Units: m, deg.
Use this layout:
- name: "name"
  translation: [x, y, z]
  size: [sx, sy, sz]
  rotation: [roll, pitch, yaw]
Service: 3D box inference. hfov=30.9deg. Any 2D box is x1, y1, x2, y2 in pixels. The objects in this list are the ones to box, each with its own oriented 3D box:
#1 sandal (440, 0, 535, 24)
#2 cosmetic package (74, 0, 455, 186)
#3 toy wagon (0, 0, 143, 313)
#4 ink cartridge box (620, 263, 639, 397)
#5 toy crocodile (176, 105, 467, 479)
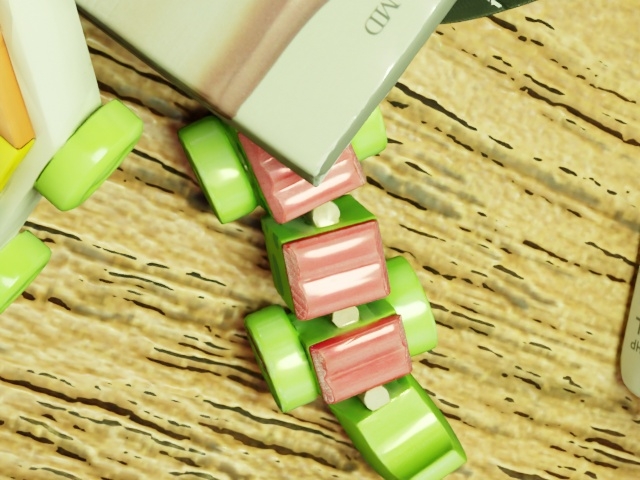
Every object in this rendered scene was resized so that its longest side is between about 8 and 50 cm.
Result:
- name: "sandal"
  translation: [0.123, -0.200, 0.662]
  size: [0.303, 0.086, 0.120]
  rotation: [-4, 124, 10]
- name: "cosmetic package"
  translation: [-0.077, -0.172, 0.565]
  size: [0.296, 0.129, 0.153]
  rotation: [35, 92, 0]
- name: "toy wagon"
  translation: [-0.206, -0.106, 0.517]
  size: [0.267, 0.068, 0.344]
  rotation: [42, 135, -5]
- name: "ink cartridge box"
  translation: [0.440, 0.065, 0.735]
  size: [0.395, 0.285, 0.166]
  rotation: [2, 102, -17]
- name: "toy crocodile"
  translation: [0.000, 0.000, 0.693]
  size: [0.115, 0.105, 0.340]
  rotation: [-21, 108, -9]
